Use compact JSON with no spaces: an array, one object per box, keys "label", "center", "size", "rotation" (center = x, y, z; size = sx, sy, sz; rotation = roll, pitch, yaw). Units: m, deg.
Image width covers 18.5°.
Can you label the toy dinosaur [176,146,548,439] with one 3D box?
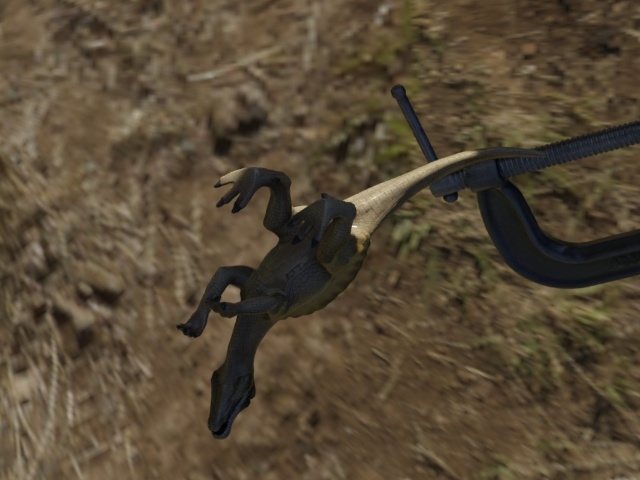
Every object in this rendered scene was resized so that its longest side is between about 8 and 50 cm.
[{"label":"toy dinosaur","center":[0.000,0.000,0.809],"size":[0.183,0.092,0.053],"rotation":[-44,60,7]}]

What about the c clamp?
[{"label":"c clamp","center":[0.128,-0.029,0.914],"size":[0.161,0.022,0.137],"rotation":[-10,129,19]}]
